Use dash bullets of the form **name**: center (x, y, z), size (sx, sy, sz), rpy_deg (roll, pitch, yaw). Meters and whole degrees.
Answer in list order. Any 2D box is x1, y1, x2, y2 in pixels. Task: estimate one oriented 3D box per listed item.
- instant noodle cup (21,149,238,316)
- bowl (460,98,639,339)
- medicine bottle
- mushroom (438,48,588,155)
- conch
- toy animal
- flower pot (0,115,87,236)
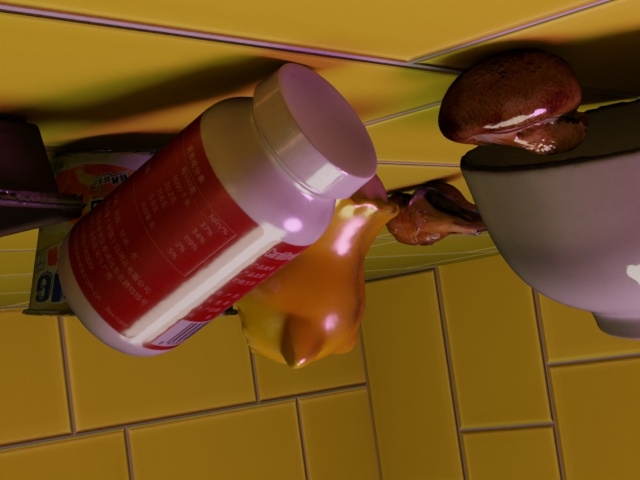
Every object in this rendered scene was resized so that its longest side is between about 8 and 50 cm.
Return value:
- **instant noodle cup**: center (-0.178, -0.003, 1.171), size (0.205, 0.153, 0.205), rpy_deg (-1, 177, 0)
- **bowl**: center (0.316, -0.026, 1.133), size (0.353, 0.185, 0.354), rpy_deg (-14, -170, 2)
- **medicine bottle**: center (-0.082, -0.021, 0.970), size (0.250, 0.131, 0.131), rpy_deg (-38, 161, 26)
- **mushroom**: center (0.152, -0.104, 1.003), size (0.127, 0.087, 0.127), rpy_deg (-14, 173, -2)
- **conch**: center (0.163, -0.038, 1.754), size (0.232, 0.086, 0.080), rpy_deg (-10, 175, 42)
- **toy animal**: center (-0.002, 0.000, 1.144), size (0.156, 0.230, 0.156), rpy_deg (8, -176, -1)
- **flower pot**: center (-0.320, -0.044, 0.989), size (0.251, 0.084, 0.179), rpy_deg (-12, 173, 29)
